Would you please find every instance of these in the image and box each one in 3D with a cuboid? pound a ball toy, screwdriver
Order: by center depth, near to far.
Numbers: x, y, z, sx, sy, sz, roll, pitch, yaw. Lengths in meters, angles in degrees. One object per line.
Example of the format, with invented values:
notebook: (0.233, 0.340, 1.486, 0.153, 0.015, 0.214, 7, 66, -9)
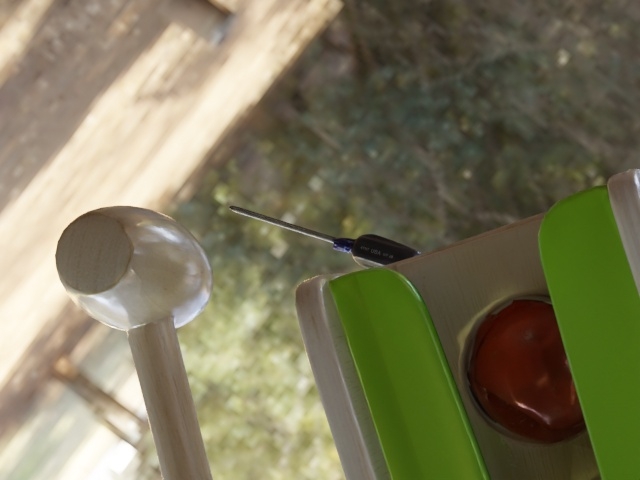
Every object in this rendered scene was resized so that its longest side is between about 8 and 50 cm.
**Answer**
pound a ball toy: (0.057, 0.113, 0.604, 0.208, 0.319, 0.136, -20, 174, 14)
screwdriver: (0.000, 0.000, 1.163, 0.024, 0.170, 0.025, -23, 117, -48)
